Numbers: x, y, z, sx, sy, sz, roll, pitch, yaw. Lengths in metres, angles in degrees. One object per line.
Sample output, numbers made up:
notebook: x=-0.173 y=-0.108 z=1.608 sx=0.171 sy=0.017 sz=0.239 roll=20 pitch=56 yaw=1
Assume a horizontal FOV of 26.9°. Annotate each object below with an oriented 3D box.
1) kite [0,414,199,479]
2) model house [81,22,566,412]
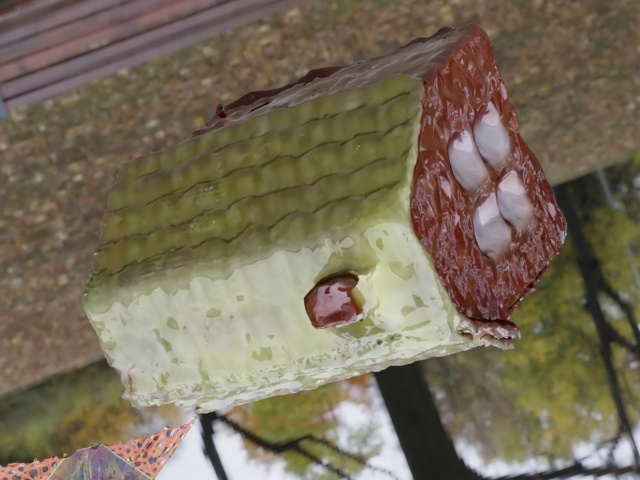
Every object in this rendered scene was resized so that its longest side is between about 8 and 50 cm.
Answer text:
kite: x=-0.209 y=0.239 z=1.222 sx=0.222 sy=0.125 sz=0.008 roll=-10 pitch=-161 yaw=-27
model house: x=0.000 y=0.000 z=0.713 sx=0.196 sy=0.160 sz=0.254 roll=-15 pitch=-169 yaw=25
